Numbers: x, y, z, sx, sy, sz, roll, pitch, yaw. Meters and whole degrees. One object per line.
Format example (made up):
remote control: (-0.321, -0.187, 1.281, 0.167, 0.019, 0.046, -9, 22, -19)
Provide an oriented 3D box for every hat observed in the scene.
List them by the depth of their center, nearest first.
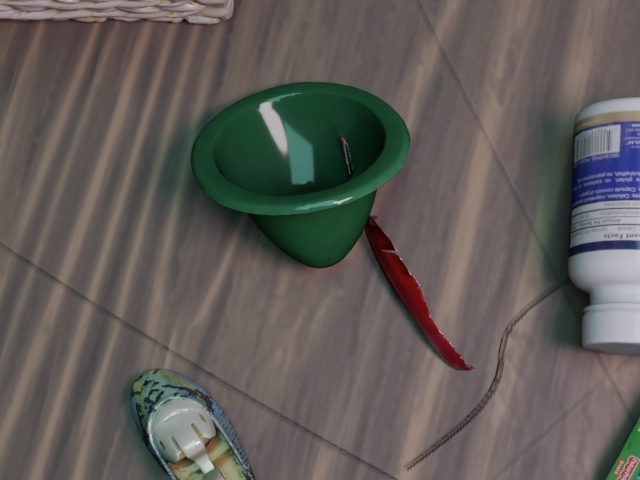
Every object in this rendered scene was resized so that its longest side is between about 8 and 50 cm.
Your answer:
hat: (0.000, 0.000, 1.179, 0.173, 0.184, 0.208, -17, 38, -9)

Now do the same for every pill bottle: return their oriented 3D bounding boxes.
pill bottle: (0.249, -0.008, 1.129, 0.112, 0.112, 0.187, 4, 80, 2)

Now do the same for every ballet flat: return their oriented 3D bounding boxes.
ballet flat: (-0.085, 0.176, 1.126, 0.070, 0.070, 0.188, -37, 80, -6)

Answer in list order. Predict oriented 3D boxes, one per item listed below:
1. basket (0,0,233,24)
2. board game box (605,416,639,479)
basket: (-0.221, -0.358, 1.129, 0.328, 0.266, 0.331, 1, 80, 1)
board game box: (0.344, 0.161, 1.085, 0.211, 0.039, 0.160, 25, 79, 34)
